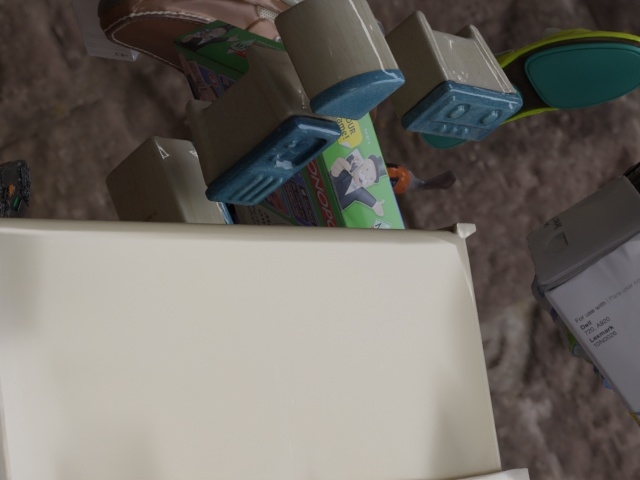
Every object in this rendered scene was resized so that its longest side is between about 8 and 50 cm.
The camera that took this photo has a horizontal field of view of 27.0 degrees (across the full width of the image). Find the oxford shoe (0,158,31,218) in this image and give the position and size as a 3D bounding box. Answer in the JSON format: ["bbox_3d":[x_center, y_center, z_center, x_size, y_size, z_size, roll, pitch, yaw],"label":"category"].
[{"bbox_3d":[-0.416,-0.065,1.660,0.227,0.096,0.082,49,47,-87],"label":"oxford shoe"}]

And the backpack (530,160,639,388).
[{"bbox_3d":[0.423,0.027,1.681,0.290,0.355,0.273,-23,86,-39],"label":"backpack"}]

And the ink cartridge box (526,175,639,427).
[{"bbox_3d":[0.316,0.096,1.214,0.278,0.117,0.201,53,12,-9],"label":"ink cartridge box"}]

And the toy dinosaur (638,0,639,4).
[{"bbox_3d":[0.301,-0.180,0.799,0.112,0.212,0.064,-20,106,-70],"label":"toy dinosaur"}]

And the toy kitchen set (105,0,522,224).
[{"bbox_3d":[0.006,-0.037,0.828,0.166,0.207,0.122,3,57,-49],"label":"toy kitchen set"}]

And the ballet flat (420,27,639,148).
[{"bbox_3d":[0.188,-0.151,1.202,0.077,0.231,0.077,53,33,-33],"label":"ballet flat"}]

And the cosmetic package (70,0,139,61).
[{"bbox_3d":[-0.174,-0.299,1.362,0.099,0.060,0.239,77,29,-49],"label":"cosmetic package"}]

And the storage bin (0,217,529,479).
[{"bbox_3d":[-0.100,0.072,0.575,0.262,0.260,0.123,0,79,-44],"label":"storage bin"}]

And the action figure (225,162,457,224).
[{"bbox_3d":[-0.014,0.009,1.578,0.330,0.341,0.178,18,-8,-24],"label":"action figure"}]

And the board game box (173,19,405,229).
[{"bbox_3d":[0.000,0.000,1.017,0.213,0.046,0.317,30,-36,54],"label":"board game box"}]

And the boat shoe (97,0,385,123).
[{"bbox_3d":[-0.058,-0.174,1.267,0.324,0.123,0.116,6,72,-37],"label":"boat shoe"}]
